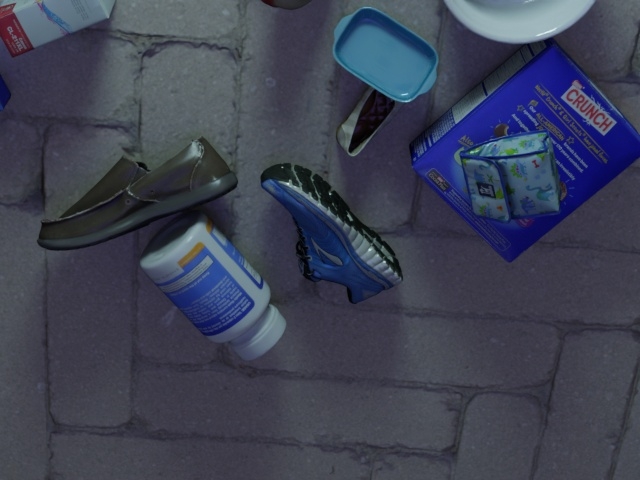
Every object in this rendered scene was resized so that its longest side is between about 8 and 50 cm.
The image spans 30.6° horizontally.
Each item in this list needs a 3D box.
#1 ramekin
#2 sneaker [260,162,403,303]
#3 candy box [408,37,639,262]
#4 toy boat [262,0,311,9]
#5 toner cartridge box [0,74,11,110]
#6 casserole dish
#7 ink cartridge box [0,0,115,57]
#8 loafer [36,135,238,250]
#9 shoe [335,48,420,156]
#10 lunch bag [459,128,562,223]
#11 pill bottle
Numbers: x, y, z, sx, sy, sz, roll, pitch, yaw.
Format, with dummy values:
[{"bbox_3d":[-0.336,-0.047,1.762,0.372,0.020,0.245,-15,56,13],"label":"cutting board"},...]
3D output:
[{"bbox_3d":[0.312,-0.465,1.864,0.277,0.135,0.277,-1,118,-2],"label":"ramekin"},{"bbox_3d":[0.000,0.000,2.102,0.147,0.129,0.330,-38,113,14],"label":"sneaker"},{"bbox_3d":[0.358,-0.162,2.033,0.317,0.122,0.268,-40,111,19],"label":"candy box"},{"bbox_3d":[-0.059,-0.486,1.856,0.151,0.151,0.231,22,118,21],"label":"toy boat"},{"bbox_3d":[-0.668,-0.347,1.924,0.165,0.075,0.347,-21,116,8],"label":"toner cartridge box"},{"bbox_3d":[0.108,-0.309,1.961,0.188,0.037,0.114,33,91,1],"label":"casserole dish"},{"bbox_3d":[-0.425,-0.376,1.887,0.175,0.127,0.072,-20,118,8],"label":"ink cartridge box"},{"bbox_3d":[-0.333,-0.084,2.062,0.366,0.134,0.130,-21,94,-2],"label":"loafer"},{"bbox_3d":[0.106,-0.235,2.020,0.077,0.058,0.219,31,113,-17],"label":"shoe"},{"bbox_3d":[0.316,-0.103,1.947,0.151,0.096,0.128,-6,120,20],"label":"lunch bag"},{"bbox_3d":[-0.188,0.089,2.129,0.152,0.152,0.272,-33,114,14],"label":"pill bottle"}]
